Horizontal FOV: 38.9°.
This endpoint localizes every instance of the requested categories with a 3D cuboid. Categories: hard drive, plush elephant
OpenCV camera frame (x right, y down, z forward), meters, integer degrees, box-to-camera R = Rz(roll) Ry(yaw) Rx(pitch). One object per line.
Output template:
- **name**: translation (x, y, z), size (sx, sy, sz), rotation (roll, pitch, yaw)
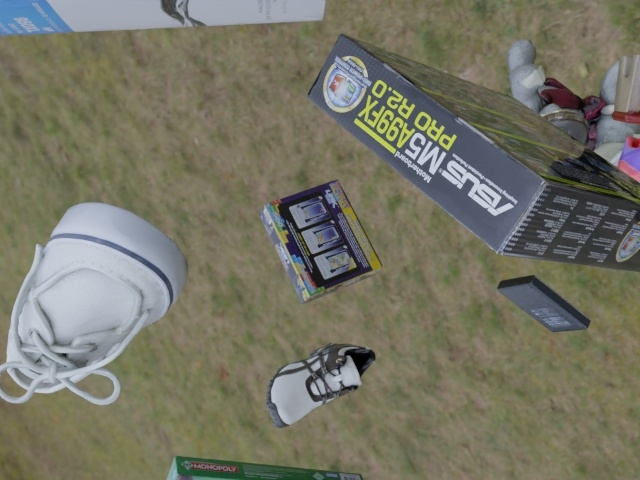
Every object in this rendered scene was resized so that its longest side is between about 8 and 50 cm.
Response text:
- **hard drive**: translation (0.375, 0.108, 1.527), size (0.135, 0.022, 0.094), rotation (36, 158, -16)
- **plush elephant**: translation (0.514, -0.238, 1.750), size (0.272, 0.255, 0.330), rotation (-58, -44, -69)

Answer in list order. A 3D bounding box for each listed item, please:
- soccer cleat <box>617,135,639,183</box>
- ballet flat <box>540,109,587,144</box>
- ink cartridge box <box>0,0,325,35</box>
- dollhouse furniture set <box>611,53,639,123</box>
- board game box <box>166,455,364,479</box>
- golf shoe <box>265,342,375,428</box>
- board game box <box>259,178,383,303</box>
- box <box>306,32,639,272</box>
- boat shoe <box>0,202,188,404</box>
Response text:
- **soccer cleat**: translation (0.570, -0.124, 1.346), size (0.318, 0.109, 0.116), rotation (-10, 73, 61)
- **ballet flat**: translation (0.247, -0.106, 1.119), size (0.250, 0.084, 0.058), rotation (124, 154, -66)
- **ink cartridge box**: translation (-0.190, -0.393, 1.009), size (0.166, 0.395, 0.285), rotation (130, 137, -86)
- **dollhouse furniture set**: translation (0.503, -0.105, 0.909), size (0.201, 0.374, 0.152), rotation (-63, -24, -80)
- **board game box**: translation (-0.107, 0.454, 1.452), size (0.046, 0.317, 0.213), rotation (-116, 42, -57)
- **golf shoe**: translation (0.002, 0.194, 1.274), size (0.094, 0.198, 0.077), rotation (-15, 103, 39)
- **board game box**: translation (0.000, 0.000, 1.473), size (0.170, 0.141, 0.048), rotation (64, 155, 14)
- **box**: translation (0.150, -0.064, 0.726), size (0.216, 0.270, 0.060), rotation (44, 114, 34)
- **boat shoe**: translation (-0.245, 0.089, 0.870), size (0.136, 0.156, 0.367), rotation (32, 151, -17)
